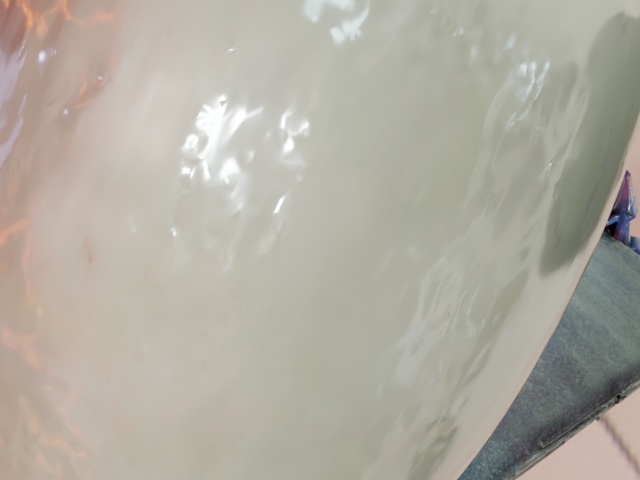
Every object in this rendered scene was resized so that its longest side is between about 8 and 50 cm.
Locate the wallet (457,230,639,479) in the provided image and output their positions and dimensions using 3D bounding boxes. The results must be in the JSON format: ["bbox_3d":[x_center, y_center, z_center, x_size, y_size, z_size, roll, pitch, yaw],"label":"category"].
[{"bbox_3d":[0.167,0.084,1.464,0.190,0.379,0.046,43,132,20],"label":"wallet"}]

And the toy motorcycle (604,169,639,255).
[{"bbox_3d":[0.272,0.028,1.679,0.114,0.076,0.205,-13,122,13],"label":"toy motorcycle"}]

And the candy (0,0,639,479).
[{"bbox_3d":[0.000,0.000,0.658,0.186,0.386,0.427,30,117,14],"label":"candy"}]
